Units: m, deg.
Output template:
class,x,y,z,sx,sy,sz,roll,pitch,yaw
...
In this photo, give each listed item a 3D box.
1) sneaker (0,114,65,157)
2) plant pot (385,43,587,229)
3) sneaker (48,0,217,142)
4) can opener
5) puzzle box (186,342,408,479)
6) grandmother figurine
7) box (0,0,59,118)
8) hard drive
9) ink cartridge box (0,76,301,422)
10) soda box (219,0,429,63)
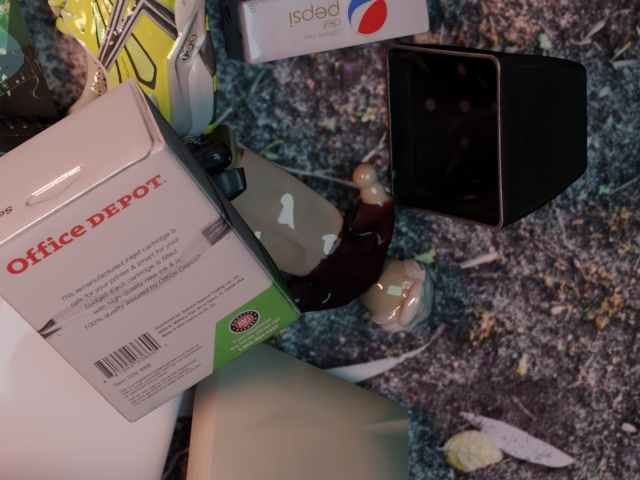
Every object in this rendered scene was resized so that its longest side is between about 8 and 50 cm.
class,x,y,z,sx,sy,sz,roll,pitch,yaw
sneaker,-0.310,-0.109,1.476,0.217,0.079,0.121,-25,112,-12
plant pot,0.198,-0.131,1.723,0.167,0.188,0.187,-14,108,-34
sneaker,-0.189,-0.263,1.508,0.147,0.145,0.385,-12,114,-20
can opener,-0.165,-0.057,1.582,0.059,0.186,0.073,14,62,-62
puzzle box,-0.024,0.315,1.643,0.272,0.052,0.409,28,46,-28
grandmother figurine,0.000,0.000,1.709,0.342,0.104,0.208,34,115,-30
box,-0.385,-0.128,1.517,0.232,0.058,0.322,-24,113,-18
hard drive,-0.275,0.208,1.654,0.233,0.047,0.353,11,98,-27
ink cartridge box,-0.182,0.014,1.479,0.211,0.121,0.289,-31,135,3
soda box,0.006,-0.244,1.659,0.216,0.074,0.069,-14,107,-21
